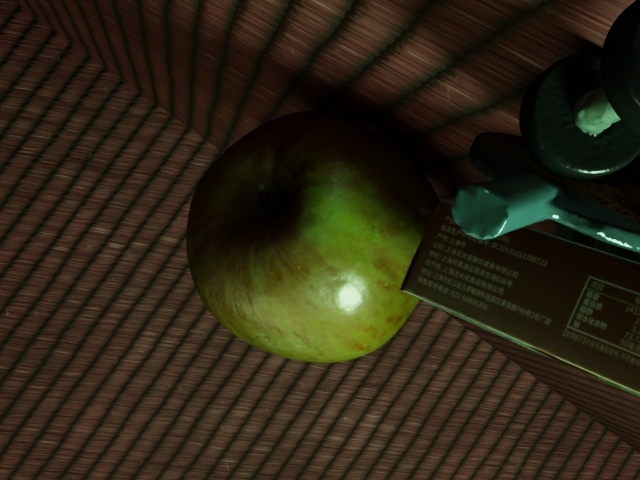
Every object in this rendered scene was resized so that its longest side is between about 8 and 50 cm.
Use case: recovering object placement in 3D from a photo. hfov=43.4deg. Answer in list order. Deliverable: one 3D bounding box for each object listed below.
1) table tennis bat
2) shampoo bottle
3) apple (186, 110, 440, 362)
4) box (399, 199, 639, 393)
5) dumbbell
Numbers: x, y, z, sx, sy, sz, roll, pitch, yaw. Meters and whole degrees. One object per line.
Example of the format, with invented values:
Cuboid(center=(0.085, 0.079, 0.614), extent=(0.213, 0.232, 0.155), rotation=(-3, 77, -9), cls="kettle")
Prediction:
Cuboid(center=(0.213, -0.039, 0.700), extent=(0.215, 0.044, 0.329), rotation=(36, -154, 29), cls="table tennis bat")
Cuboid(center=(0.343, 0.001, 0.910), extent=(0.065, 0.065, 0.204), rotation=(37, 174, -23), cls="shampoo bottle")
Cuboid(center=(0.000, 0.000, 1.251), extent=(0.400, 0.400, 0.334), rotation=(29, 175, 43), cls="apple")
Cuboid(center=(0.347, 0.106, 0.919), extent=(0.385, 0.122, 0.345), rotation=(23, 179, 43), cls="box")
Cuboid(center=(0.217, -0.104, 0.567), extent=(0.100, 0.100, 0.191), rotation=(35, 173, -2), cls="dumbbell")
